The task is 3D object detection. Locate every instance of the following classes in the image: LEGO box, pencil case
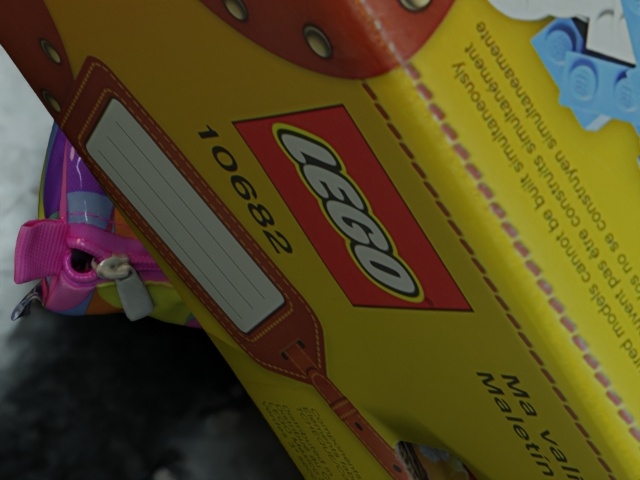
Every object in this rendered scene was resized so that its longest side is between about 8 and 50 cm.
[{"bbox_3d":[0.201,0.013,0.552,0.372,0.193,0.500,-40,107,-22],"label":"LEGO box"},{"bbox_3d":[0.000,0.000,0.728,0.236,0.104,0.104,8,72,-12],"label":"pencil case"}]
